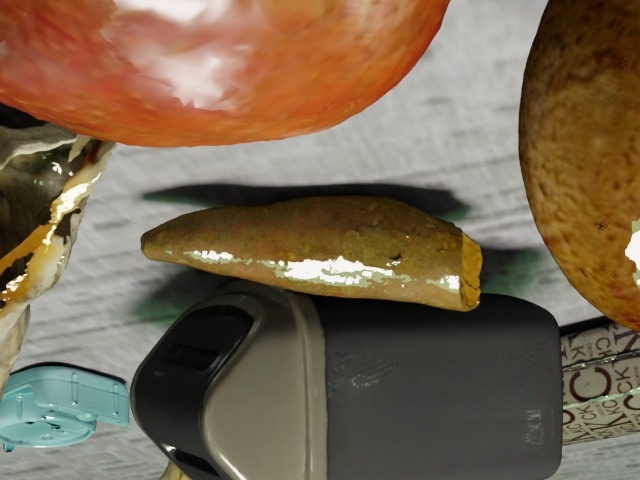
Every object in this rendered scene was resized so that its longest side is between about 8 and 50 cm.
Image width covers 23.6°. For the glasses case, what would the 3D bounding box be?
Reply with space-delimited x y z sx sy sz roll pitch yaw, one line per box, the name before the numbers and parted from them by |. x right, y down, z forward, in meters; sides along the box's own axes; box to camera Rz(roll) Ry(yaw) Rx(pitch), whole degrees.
glasses case | 0.270 0.124 1.360 0.354 0.085 0.137 -17 155 23

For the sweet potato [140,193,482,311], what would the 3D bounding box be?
sweet potato | 0.000 0.000 1.038 0.243 0.077 0.077 10 154 -13

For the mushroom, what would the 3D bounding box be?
mushroom | 0.211 -0.077 0.768 0.254 0.267 0.267 20 179 43

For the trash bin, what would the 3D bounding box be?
trash bin | 0.020 0.117 1.146 0.290 0.182 0.209 -2 180 -25

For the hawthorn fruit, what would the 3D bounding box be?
hawthorn fruit | -0.032 -0.129 0.575 0.253 0.205 0.205 6 155 -38

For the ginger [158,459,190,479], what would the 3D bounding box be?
ginger | -0.015 0.182 1.378 0.267 0.138 0.152 -26 138 15

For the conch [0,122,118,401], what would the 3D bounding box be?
conch | -0.250 0.010 0.902 0.291 0.159 0.210 -54 151 9

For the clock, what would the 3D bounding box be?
clock | -0.251 0.155 1.367 0.147 0.045 0.108 -22 151 34
